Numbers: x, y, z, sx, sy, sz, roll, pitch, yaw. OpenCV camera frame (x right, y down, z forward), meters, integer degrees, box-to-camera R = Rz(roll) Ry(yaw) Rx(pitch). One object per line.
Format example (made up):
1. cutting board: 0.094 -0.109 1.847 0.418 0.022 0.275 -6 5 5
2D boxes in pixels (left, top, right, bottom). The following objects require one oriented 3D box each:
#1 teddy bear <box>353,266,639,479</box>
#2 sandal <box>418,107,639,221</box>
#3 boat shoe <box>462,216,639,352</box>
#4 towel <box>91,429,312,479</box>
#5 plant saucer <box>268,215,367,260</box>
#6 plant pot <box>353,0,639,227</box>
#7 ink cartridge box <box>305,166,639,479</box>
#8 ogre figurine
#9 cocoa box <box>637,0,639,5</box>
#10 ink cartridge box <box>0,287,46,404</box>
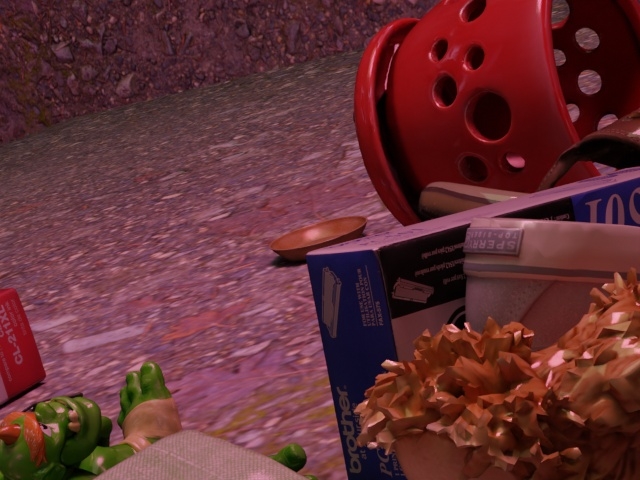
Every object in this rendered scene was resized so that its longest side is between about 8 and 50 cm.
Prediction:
1. teddy bear: 0.177 0.031 0.426 0.338 0.113 0.245 -19 -28 31
2. sandal: 0.201 -0.028 0.758 0.303 0.086 0.120 -6 -20 21
3. boat shoe: 0.152 0.040 0.593 0.228 0.081 0.079 8 0 -28
4. towel: -0.079 0.151 0.365 0.248 0.038 0.325 17 31 42
5. plant saucer: 0.000 0.000 1.185 0.083 0.015 0.083 -15 12 3
6. plant pot: 0.130 -0.095 1.024 0.174 0.191 0.191 -11 12 35
7. ink cartridge box: 0.092 0.030 0.625 0.207 0.097 0.046 -14 6 -40
8. ogre figurine: -0.084 0.109 0.597 0.118 0.096 0.197 -11 37 -46
9. cocoa box: 0.432 -0.282 1.200 0.347 0.231 0.228 -16 -28 0
10. ink cartridge box: -0.294 0.098 0.978 0.127 0.072 0.175 -8 14 34
